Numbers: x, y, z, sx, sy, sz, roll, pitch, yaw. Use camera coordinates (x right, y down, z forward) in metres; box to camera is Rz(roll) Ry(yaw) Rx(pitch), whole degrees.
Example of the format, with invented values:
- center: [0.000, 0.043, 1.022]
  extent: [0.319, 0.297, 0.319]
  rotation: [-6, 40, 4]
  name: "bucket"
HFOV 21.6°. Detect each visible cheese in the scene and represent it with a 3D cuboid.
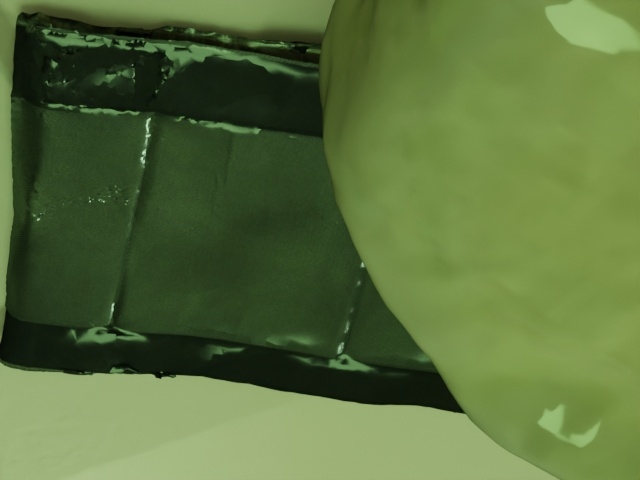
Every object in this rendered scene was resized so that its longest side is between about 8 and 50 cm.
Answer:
- center: [0.161, -0.030, 0.480]
  extent: [0.318, 0.115, 0.326]
  rotation: [-5, 130, 20]
  name: "cheese"

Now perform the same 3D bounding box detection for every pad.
- center: [0.000, -0.001, 0.622]
  extent: [0.233, 0.022, 0.174]
  rotation: [6, 132, -7]
  name: "pad"
